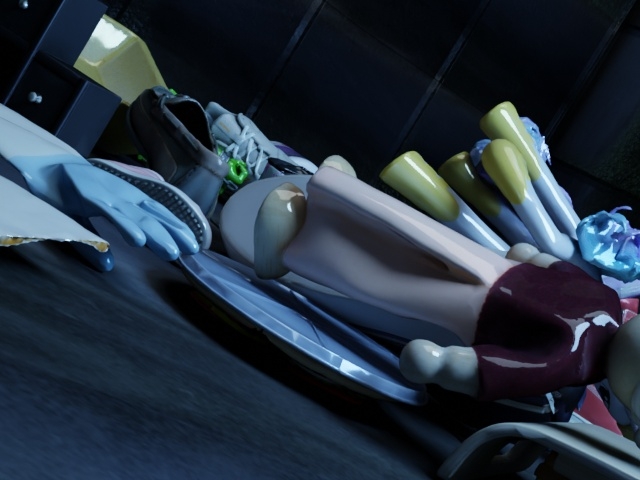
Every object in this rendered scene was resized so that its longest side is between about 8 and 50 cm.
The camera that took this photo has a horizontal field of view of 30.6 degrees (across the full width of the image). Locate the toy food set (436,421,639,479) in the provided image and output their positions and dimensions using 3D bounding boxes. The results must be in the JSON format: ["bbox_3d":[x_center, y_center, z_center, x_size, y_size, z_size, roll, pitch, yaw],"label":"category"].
[{"bbox_3d":[0.238,0.207,0.742,0.306,0.092,0.220,25,2,26],"label":"toy food set"}]

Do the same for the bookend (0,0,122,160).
[{"bbox_3d":[-0.241,-0.165,1.052,0.157,0.156,0.072,34,4,21],"label":"bookend"}]

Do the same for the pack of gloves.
[{"bbox_3d":[-0.200,-0.032,0.706,0.232,0.046,0.195,30,15,28],"label":"pack of gloves"}]

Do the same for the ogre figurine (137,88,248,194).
[{"bbox_3d":[-0.174,-0.122,1.463,0.118,0.097,0.197,42,10,-30],"label":"ogre figurine"}]

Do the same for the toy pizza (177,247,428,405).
[{"bbox_3d":[-0.016,0.066,0.811,0.201,0.032,0.201,30,4,-2],"label":"toy pizza"}]

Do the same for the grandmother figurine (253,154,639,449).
[{"bbox_3d":[0.121,0.044,0.776,0.342,0.104,0.208,22,40,24],"label":"grandmother figurine"}]

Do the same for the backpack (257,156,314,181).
[{"bbox_3d":[0.000,0.000,1.129,0.152,0.115,0.182,30,-1,43],"label":"backpack"}]

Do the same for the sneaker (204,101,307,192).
[{"bbox_3d":[-0.093,-0.102,1.528,0.262,0.099,0.121,33,-20,51],"label":"sneaker"}]

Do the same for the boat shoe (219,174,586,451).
[{"bbox_3d":[0.068,0.065,0.968,0.340,0.127,0.158,23,-35,31],"label":"boat shoe"}]

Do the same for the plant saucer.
[{"bbox_3d":[-0.333,-0.229,1.357,0.332,0.081,0.333,28,17,-32],"label":"plant saucer"}]

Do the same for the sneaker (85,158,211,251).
[{"bbox_3d":[-0.129,-0.026,0.937,0.134,0.051,0.070,29,8,24],"label":"sneaker"}]

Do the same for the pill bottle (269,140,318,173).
[{"bbox_3d":[-0.052,-0.074,1.674,0.108,0.108,0.193,30,4,-23],"label":"pill bottle"}]

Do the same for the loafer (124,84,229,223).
[{"bbox_3d":[-0.130,-0.097,1.154,0.096,0.084,0.267,32,18,-27],"label":"loafer"}]

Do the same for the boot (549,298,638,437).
[{"bbox_3d":[0.364,0.169,1.354,0.244,0.176,0.088,34,3,14],"label":"boot"}]

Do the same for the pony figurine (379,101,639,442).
[{"bbox_3d":[0.247,0.044,1.135,0.363,0.303,0.351,53,20,10],"label":"pony figurine"}]
